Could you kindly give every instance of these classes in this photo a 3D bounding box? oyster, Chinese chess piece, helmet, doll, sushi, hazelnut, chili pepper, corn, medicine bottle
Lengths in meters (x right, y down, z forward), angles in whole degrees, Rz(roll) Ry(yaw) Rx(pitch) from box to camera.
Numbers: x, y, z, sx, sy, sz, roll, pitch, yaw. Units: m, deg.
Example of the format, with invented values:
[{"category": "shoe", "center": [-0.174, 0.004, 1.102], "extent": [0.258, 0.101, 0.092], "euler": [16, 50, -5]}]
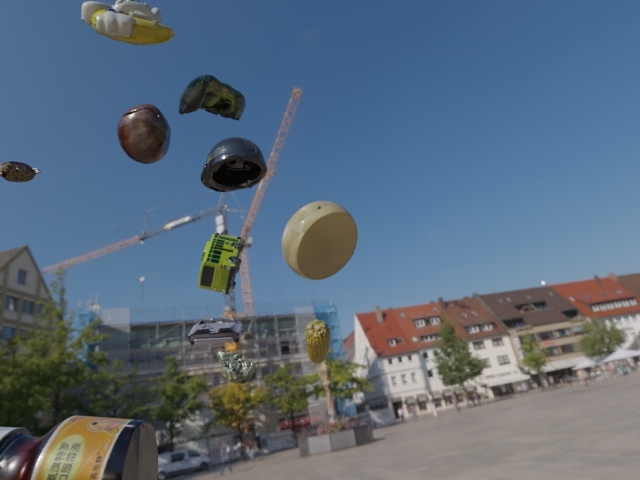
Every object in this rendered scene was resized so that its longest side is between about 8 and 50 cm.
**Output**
[{"category": "oyster", "center": [-0.361, 0.546, 1.855], "extent": [0.177, 0.124, 0.064], "euler": [14, -25, -9]}, {"category": "Chinese chess piece", "center": [0.000, 0.000, 1.419], "extent": [0.273, 0.102, 0.273], "euler": [-20, -54, -30]}, {"category": "helmet", "center": [-0.348, -0.315, 1.724], "extent": [0.279, 0.160, 0.230], "euler": [-19, -23, 30]}, {"category": "doll", "center": [-0.543, -0.627, 1.234], "extent": [0.252, 0.237, 0.111], "euler": [-16, -48, -36]}, {"category": "sushi", "center": [-0.924, -0.205, 1.315], "extent": [0.052, 0.055, 0.120], "euler": [-57, -19, 13]}, {"category": "hazelnut", "center": [-0.702, -0.434, 1.765], "extent": [0.218, 0.233, 0.218], "euler": [-13, 9, 2]}, {"category": "chili pepper", "center": [-0.349, -0.465, 1.405], "extent": [0.148, 0.116, 0.264], "euler": [-44, -15, 21]}, {"category": "corn", "center": [-0.010, 0.383, 1.611], "extent": [0.091, 0.091, 0.260], "euler": [-7, -37, -6]}, {"category": "medicine bottle", "center": [-0.560, 0.490, 0.886], "extent": [0.395, 0.242, 0.242], "euler": [1, -24, -5]}]

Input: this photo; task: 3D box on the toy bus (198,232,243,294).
[{"category": "toy bus", "center": [-0.379, 0.079, 1.653], "extent": [0.150, 0.262, 0.128], "euler": [12, -66, -11]}]

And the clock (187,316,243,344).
[{"category": "clock", "center": [-0.502, 0.437, 2.092], "extent": [0.253, 0.083, 0.186], "euler": [-1, 7, -7]}]
